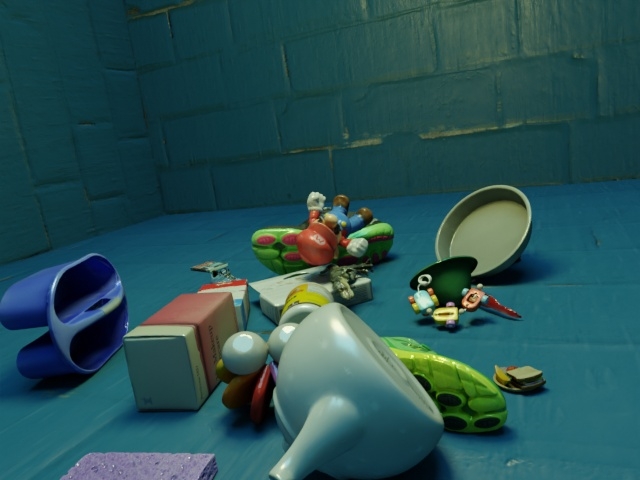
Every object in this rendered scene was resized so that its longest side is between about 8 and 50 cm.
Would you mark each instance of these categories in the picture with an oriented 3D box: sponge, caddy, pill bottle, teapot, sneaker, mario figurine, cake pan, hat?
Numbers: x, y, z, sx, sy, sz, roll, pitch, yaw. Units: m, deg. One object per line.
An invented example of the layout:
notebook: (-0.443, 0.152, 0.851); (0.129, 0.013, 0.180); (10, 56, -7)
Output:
sponge: (-0.260, 0.336, 0.714); (0.209, 0.031, 0.117); (-6, 12, 13)
caddy: (-0.553, 0.166, 1.200); (0.179, 0.242, 0.341); (-12, 12, 4)
pill bottle: (-0.026, 0.164, 1.157); (0.117, 0.118, 0.215); (-7, 12, 3)
teapot: (0.026, 0.221, 0.705); (0.187, 0.256, 0.252); (-44, 37, 4)
sneaker: (0.167, 0.208, 0.843); (0.123, 0.110, 0.295); (-12, 17, -42)
mario figurine: (0.048, -0.050, 1.467); (0.197, 0.170, 0.320); (-5, 20, 27)
cake pan: (0.455, -0.018, 1.451); (0.054, 0.293, 0.293); (36, -14, -31)
sneaker: (0.000, 0.000, 1.694); (0.482, 0.186, 0.202); (-3, 30, -26)
hat: (0.323, 0.151, 1.236); (0.172, 0.184, 0.209); (-12, -27, -8)
sneaker: (-0.292, 0.124, 1.624); (0.162, 0.073, 0.063); (2, 15, 38)

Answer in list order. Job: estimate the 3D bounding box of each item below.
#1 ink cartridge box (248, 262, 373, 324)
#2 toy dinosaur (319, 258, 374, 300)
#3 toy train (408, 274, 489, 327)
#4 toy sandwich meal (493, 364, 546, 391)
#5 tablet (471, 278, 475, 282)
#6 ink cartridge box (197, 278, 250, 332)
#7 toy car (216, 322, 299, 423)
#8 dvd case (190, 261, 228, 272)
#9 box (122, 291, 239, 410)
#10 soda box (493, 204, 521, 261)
ink cartridge box: (-0.034, 0.138, 1.425); (0.274, 0.060, 0.239); (-12, 12, -22)
toy dinosaur: (0.070, 0.085, 1.343); (0.118, 0.064, 0.268); (-15, 10, -6)
toy train: (0.281, 0.139, 1.163); (0.166, 0.046, 0.125); (16, 55, 38)
toy sandwich meal: (0.327, 0.223, 0.867); (0.085, 0.029, 0.085); (-7, 12, 2)
tablet: (0.372, 0.110, 1.426); (0.054, 0.006, 0.083); (-17, 14, -36)
ink cartridge box: (-0.256, 0.173, 1.360); (0.134, 0.078, 0.231); (-7, 12, -2)
toy car: (-0.079, 0.233, 0.872); (0.181, 0.159, 0.136); (-9, 47, -9)
dvd case: (-0.419, 0.099, 1.970); (0.119, 0.013, 0.087); (1, 15, 40)
box: (-0.259, 0.208, 1.027); (0.126, 0.149, 0.232); (-4, 13, 12)
soda box: (0.544, -0.021, 1.527); (0.053, 0.169, 0.060); (-12, 12, -33)
